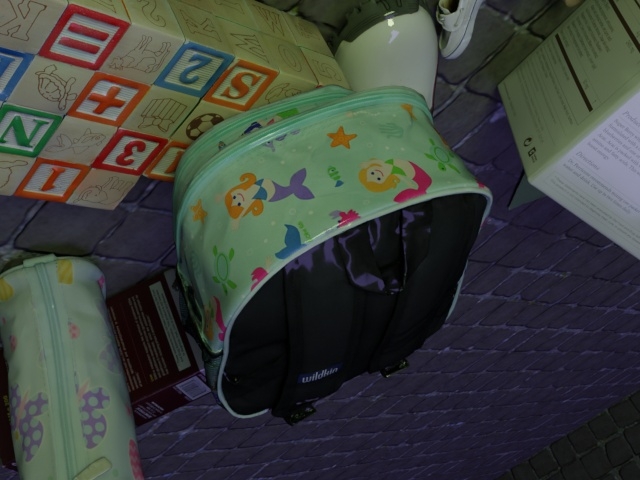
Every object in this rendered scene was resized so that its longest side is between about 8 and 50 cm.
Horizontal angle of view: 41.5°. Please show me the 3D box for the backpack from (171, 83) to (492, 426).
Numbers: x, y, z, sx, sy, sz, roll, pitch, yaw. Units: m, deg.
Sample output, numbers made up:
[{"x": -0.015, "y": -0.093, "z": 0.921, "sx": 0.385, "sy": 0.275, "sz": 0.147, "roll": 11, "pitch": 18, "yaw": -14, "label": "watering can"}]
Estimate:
[{"x": 0.000, "y": 0.000, "z": 0.619, "sx": 0.225, "sy": 0.191, "sz": 0.253, "roll": -21, "pitch": 159, "yaw": -17, "label": "backpack"}]

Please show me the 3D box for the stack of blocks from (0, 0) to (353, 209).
[{"x": -0.139, "y": -0.109, "z": 0.617, "sx": 0.297, "sy": 0.087, "sz": 0.171, "roll": 7, "pitch": 138, "yaw": -46, "label": "stack of blocks"}]

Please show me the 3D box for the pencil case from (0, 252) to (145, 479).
[{"x": -0.236, "y": 0.150, "z": 0.786, "sx": 0.113, "sy": 0.273, "sz": 0.124, "roll": -18, "pitch": 154, "yaw": 0, "label": "pencil case"}]

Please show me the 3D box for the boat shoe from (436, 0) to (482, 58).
[{"x": 0.116, "y": -0.200, "z": 0.733, "sx": 0.035, "sy": 0.035, "sz": 0.100, "roll": -4, "pitch": 144, "yaw": -20, "label": "boat shoe"}]

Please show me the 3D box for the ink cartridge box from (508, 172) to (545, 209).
[{"x": 0.343, "y": -0.111, "z": 1.055, "sx": 0.171, "sy": 0.056, "sz": 0.235, "roll": -19, "pitch": 149, "yaw": -14, "label": "ink cartridge box"}]

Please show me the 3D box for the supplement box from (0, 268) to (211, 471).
[{"x": -0.237, "y": 0.144, "z": 0.922, "sx": 0.239, "sy": 0.130, "sz": 0.073, "roll": -25, "pitch": 153, "yaw": -1, "label": "supplement box"}]

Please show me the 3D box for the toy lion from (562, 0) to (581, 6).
[{"x": 0.218, "y": -0.255, "z": 0.732, "sx": 0.100, "sy": 0.034, "sz": 0.096, "roll": -4, "pitch": 138, "yaw": -35, "label": "toy lion"}]

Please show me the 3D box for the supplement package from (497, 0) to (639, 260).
[{"x": 0.341, "y": -0.156, "z": 0.787, "sx": 0.177, "sy": 0.175, "sz": 0.293, "roll": 31, "pitch": 124, "yaw": -24, "label": "supplement package"}]

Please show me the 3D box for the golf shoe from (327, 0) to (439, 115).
[{"x": 0.071, "y": -0.104, "z": 0.771, "sx": 0.105, "sy": 0.120, "sz": 0.273, "roll": -19, "pitch": 150, "yaw": -10, "label": "golf shoe"}]
